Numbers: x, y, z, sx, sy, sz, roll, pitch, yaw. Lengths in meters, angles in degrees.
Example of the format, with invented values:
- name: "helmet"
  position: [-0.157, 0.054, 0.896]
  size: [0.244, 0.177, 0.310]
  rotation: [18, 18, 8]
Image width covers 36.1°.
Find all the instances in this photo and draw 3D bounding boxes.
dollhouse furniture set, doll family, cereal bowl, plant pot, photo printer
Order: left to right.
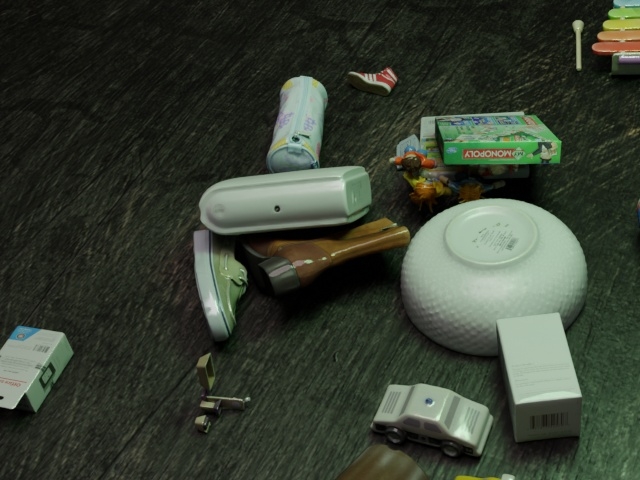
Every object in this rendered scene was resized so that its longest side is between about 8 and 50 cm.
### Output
- name: "dollhouse furniture set"
  position: [-0.166, 0.254, 1.643]
  size: [0.081, 0.114, 0.091]
  rotation: [5, 42, 11]
- name: "photo printer"
  position: [-0.073, -0.078, 1.910]
  size: [0.308, 0.107, 0.256]
  rotation: [-5, 6, 15]
- name: "plant pot"
  position: [0.070, 0.393, 1.412]
  size: [0.167, 0.166, 0.165]
  rotation: [20, 42, 30]
- name: "doll family"
  position: [0.267, -0.116, 1.949]
  size: [0.263, 0.118, 0.163]
  rotation: [2, 13, 9]
- name: "cereal bowl"
  position: [0.307, 0.037, 1.759]
  size: [0.339, 0.141, 0.338]
  rotation: [-6, 41, 6]

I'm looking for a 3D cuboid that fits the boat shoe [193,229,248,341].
- name: "boat shoe"
  position: [-0.185, 0.069, 1.858]
  size: [0.094, 0.109, 0.302]
  rotation: [-12, 39, -3]

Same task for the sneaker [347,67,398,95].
- name: "sneaker"
  position: [0.127, -0.386, 2.337]
  size: [0.119, 0.042, 0.067]
  rotation: [24, 56, 24]

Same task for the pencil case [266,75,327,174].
- name: "pencil case"
  position: [-0.049, -0.246, 2.161]
  size: [0.114, 0.124, 0.273]
  rotation: [-3, 41, 10]

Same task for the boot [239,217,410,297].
- name: "boot"
  position: [0.000, 0.000, 1.864]
  size: [0.281, 0.096, 0.264]
  rotation: [-22, 13, -14]

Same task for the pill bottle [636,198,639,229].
- name: "pill bottle"
  position: [0.633, 0.008, 1.729]
  size: [0.124, 0.124, 0.221]
  rotation: [-2, 42, 10]

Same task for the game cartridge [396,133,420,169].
- name: "game cartridge"
  position: [0.189, -0.191, 2.111]
  size: [0.056, 0.017, 0.083]
  rotation: [-31, 33, 30]

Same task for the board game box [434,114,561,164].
- name: "board game box"
  position: [0.339, -0.202, 1.936]
  size: [0.214, 0.046, 0.317]
  rotation: [0, 15, 4]

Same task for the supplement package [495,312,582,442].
- name: "supplement package"
  position: [0.348, 0.218, 1.574]
  size: [0.105, 0.105, 0.179]
  rotation: [-7, 42, 6]

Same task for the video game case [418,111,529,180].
- name: "video game case"
  position: [0.326, -0.202, 2.103]
  size: [0.227, 0.026, 0.206]
  rotation: [-2, 42, 9]

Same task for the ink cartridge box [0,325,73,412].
- name: "ink cartridge box"
  position: [-0.540, 0.244, 1.773]
  size: [0.104, 0.060, 0.180]
  rotation: [7, 45, 19]

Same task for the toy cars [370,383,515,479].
- name: "toy cars"
  position: [0.221, 0.329, 1.493]
  size: [0.177, 0.087, 0.393]
  rotation: [-24, 43, -15]

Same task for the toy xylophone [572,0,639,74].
- name: "toy xylophone"
  position: [0.708, -0.477, 2.281]
  size: [0.236, 0.081, 0.322]
  rotation: [-3, 42, 9]
